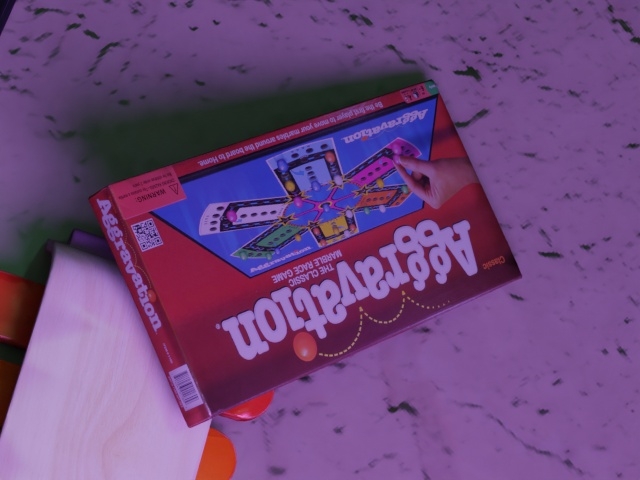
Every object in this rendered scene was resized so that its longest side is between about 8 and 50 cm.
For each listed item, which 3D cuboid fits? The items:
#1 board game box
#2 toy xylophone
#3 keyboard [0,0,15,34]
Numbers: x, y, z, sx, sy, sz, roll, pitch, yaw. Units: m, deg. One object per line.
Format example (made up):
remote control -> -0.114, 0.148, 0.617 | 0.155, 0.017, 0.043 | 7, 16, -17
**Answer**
board game box -> 0.000, 0.000, 1.193 | 0.281, 0.027, 0.145 | -22, 87, -42
toy xylophone -> -0.167, 0.135, 1.132 | 0.236, 0.081, 0.323 | 27, 72, -11
keyboard -> -0.253, -0.221, 1.180 | 0.201, 0.033, 0.317 | 34, 67, -36
